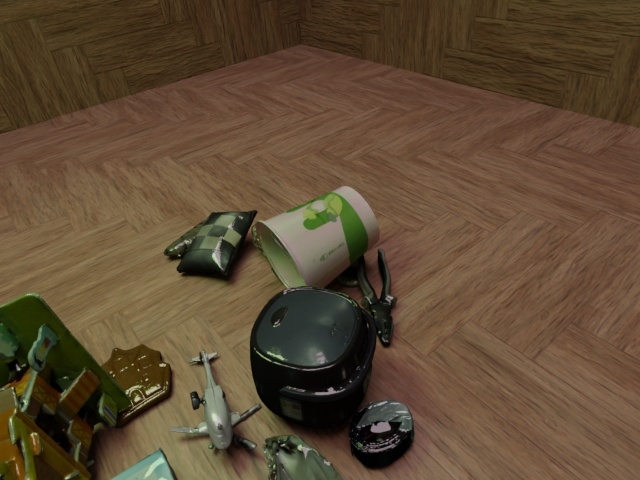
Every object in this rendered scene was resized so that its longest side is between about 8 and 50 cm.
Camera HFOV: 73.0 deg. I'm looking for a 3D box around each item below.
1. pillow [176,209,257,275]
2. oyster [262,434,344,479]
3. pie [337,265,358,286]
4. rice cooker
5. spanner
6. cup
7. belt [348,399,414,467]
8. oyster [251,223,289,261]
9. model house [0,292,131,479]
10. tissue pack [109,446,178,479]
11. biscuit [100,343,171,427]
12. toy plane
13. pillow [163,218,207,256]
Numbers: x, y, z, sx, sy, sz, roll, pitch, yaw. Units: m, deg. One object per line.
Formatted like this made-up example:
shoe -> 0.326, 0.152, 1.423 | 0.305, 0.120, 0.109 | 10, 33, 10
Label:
pillow -> -0.310, 0.002, 1.320 | 0.185, 0.106, 0.250 | 2, 50, 27
oyster -> -0.030, 0.452, 0.740 | 0.251, 0.087, 0.199 | 22, 36, 21
pie -> 0.087, 0.101, 1.223 | 0.084, 0.017, 0.085 | -2, 37, 1
rice cooker -> -0.012, 0.243, 0.893 | 0.266, 0.225, 0.267 | -4, 36, 3
spanner -> 0.148, 0.136, 1.142 | 0.095, 0.040, 0.325 | -1, 42, -3
cup -> 0.000, 0.000, 1.156 | 0.273, 0.253, 0.253 | -31, 44, -19
belt -> 0.119, 0.373, 0.844 | 0.139, 0.058, 0.105 | -23, 35, -14
oyster -> -0.084, -0.008, 1.334 | 0.259, 0.092, 0.198 | 6, 44, 11
model house -> -0.511, 0.314, 0.711 | 0.242, 0.358, 0.313 | -25, 30, -10
tissue pack -> -0.351, 0.505, 0.720 | 0.263, 0.089, 0.177 | -29, 40, -23
biscuit -> -0.451, 0.319, 1.010 | 0.182, 0.034, 0.215 | -29, 43, -26
toy plane -> -0.219, 0.322, 0.921 | 0.181, 0.108, 0.273 | -2, 34, -3
pillow -> -0.391, -0.009, 1.406 | 0.093, 0.051, 0.241 | 28, 47, 24
